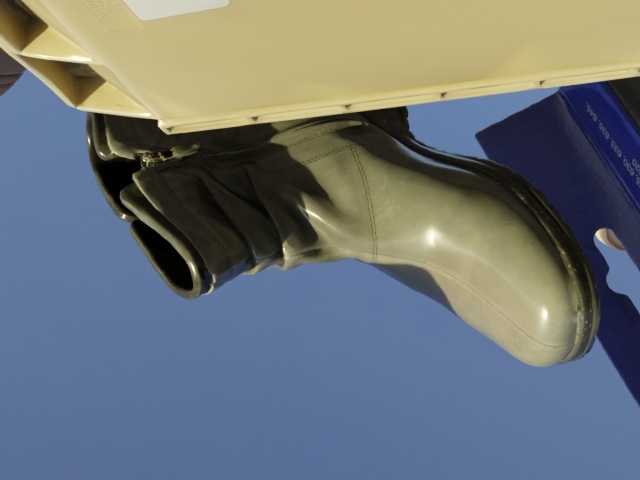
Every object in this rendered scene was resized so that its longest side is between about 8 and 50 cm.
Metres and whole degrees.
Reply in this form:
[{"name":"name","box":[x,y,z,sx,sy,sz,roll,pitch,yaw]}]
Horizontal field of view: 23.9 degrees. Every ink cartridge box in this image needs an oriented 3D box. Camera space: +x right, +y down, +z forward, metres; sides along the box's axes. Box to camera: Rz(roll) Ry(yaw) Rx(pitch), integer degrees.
[{"name":"ink cartridge box","box":[0.301,-0.041,0.989,0.307,0.072,0.303,-27,-118,-3]}]

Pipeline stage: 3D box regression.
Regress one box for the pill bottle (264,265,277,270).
[{"name":"pill bottle","box":[-0.034,-0.059,0.990,0.117,0.117,0.215,2,-157,2]}]

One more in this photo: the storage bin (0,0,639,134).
[{"name":"storage bin","box":[0.002,-0.139,0.460,0.260,0.262,0.123,-6,-105,11]}]

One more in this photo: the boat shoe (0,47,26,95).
[{"name":"boat shoe","box":[-0.304,-0.126,1.077,0.109,0.098,0.302,-17,175,-42]}]

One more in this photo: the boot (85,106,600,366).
[{"name":"boot","box":[0.000,0.000,0.722,0.161,0.083,0.246,-21,-134,-30]}]

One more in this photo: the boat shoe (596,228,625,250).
[{"name":"boat shoe","box":[0.292,-0.056,1.272,0.063,0.170,0.059,26,-159,-17]}]
